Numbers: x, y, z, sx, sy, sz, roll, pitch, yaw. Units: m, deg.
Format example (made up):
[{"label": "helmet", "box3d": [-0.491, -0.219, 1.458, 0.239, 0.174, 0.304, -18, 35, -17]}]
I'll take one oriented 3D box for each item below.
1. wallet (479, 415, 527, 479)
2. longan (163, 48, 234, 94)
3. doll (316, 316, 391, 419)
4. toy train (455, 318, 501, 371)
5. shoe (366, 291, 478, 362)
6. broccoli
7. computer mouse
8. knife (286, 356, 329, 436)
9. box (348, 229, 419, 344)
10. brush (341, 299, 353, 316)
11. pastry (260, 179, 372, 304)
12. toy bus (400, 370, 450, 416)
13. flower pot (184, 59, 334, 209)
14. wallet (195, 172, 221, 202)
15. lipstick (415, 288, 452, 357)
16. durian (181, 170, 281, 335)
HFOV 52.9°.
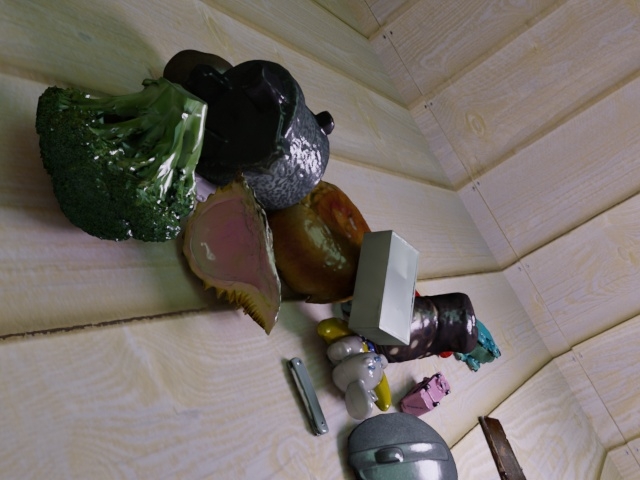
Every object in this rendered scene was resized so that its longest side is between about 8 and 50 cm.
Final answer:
[{"label": "wallet", "box3d": [0.551, 0.644, 1.939, 0.122, 0.031, 0.232, 24, 37, -44]}, {"label": "longan", "box3d": [-0.272, -0.354, 1.472, 0.187, 0.167, 0.167, 44, 20, 17]}, {"label": "doll", "box3d": [0.081, 0.273, 1.410, 0.237, 0.111, 0.252, 64, 15, 20]}, {"label": "toy train", "box3d": [0.505, 0.330, 2.144, 0.203, 0.112, 0.163, 39, 24, -39]}, {"label": "shoe", "box3d": [0.276, 0.221, 1.659, 0.384, 0.237, 0.171, 22, 56, -56]}, {"label": "broccoli", "box3d": [-0.308, -0.139, 1.020, 0.308, 0.275, 0.308, 35, 6, -4]}, {"label": "computer mouse", "box3d": [0.199, 0.473, 1.385, 0.374, 0.114, 0.203, 24, 41, -49]}, {"label": "knife", "box3d": [-0.027, 0.307, 1.274, 0.044, 0.023, 0.162, 16, 45, -58]}, {"label": "box", "box3d": [0.142, 0.106, 1.426, 0.129, 0.086, 0.225, 35, 58, -45]}, {"label": "brush", "box3d": [0.063, 0.079, 1.699, 0.060, 0.068, 0.297, 61, 15, -55]}, {"label": "pastry", "box3d": [0.000, 0.000, 1.534, 0.356, 0.164, 0.356, 36, 32, -28]}, {"label": "toy bus", "box3d": [0.270, 0.394, 1.645, 0.063, 0.090, 0.203, 61, 25, 9]}, {"label": "flower pot", "box3d": [-0.130, -0.218, 1.323, 0.283, 0.299, 0.299, 40, 27, -51]}, {"label": "wallet", "box3d": [-0.260, -0.157, 1.402, 0.124, 0.032, 0.183, 39, 28, -40]}, {"label": "lipstick", "box3d": [0.313, 0.236, 1.948, 0.280, 0.073, 0.073, 52, 24, -14]}, {"label": "durian", "box3d": [-0.142, 0.048, 1.241, 0.195, 0.185, 0.305, 39, 27, -76]}]
